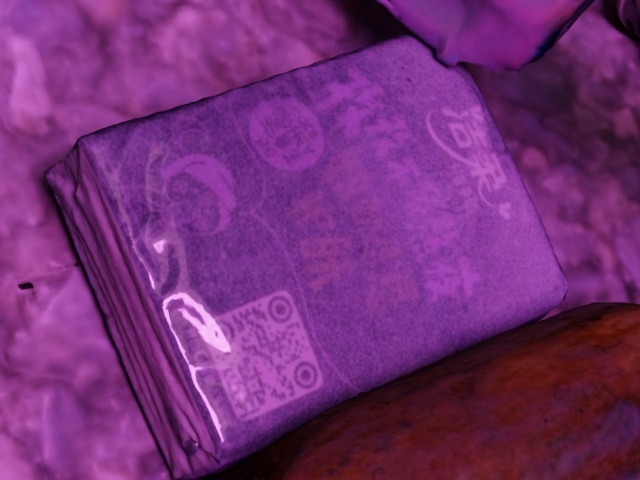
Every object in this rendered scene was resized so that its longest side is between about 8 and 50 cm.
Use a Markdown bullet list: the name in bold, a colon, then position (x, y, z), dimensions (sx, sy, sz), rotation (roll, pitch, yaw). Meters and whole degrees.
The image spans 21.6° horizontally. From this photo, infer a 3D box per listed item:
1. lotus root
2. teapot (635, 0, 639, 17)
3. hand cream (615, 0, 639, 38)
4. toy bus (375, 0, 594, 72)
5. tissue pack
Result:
- **lotus root**: position (0.046, 0.099, 0.508), dimensions (0.241, 0.123, 0.124), rotation (-23, 67, -28)
- **teapot**: position (0.216, 0.013, 0.581), dimensions (0.149, 0.220, 0.318), rotation (-28, 96, 4)
- **hand cream**: position (0.149, -0.157, 0.705), dimensions (0.087, 0.054, 0.186), rotation (14, 59, -18)
- **toy bus**: position (-0.016, -0.197, 0.555), dimensions (0.317, 0.138, 0.112), rotation (38, 43, 1)
- **tissue pack**: position (0.000, 0.000, 0.563), dimensions (0.156, 0.051, 0.112), rotation (-21, 85, -33)
